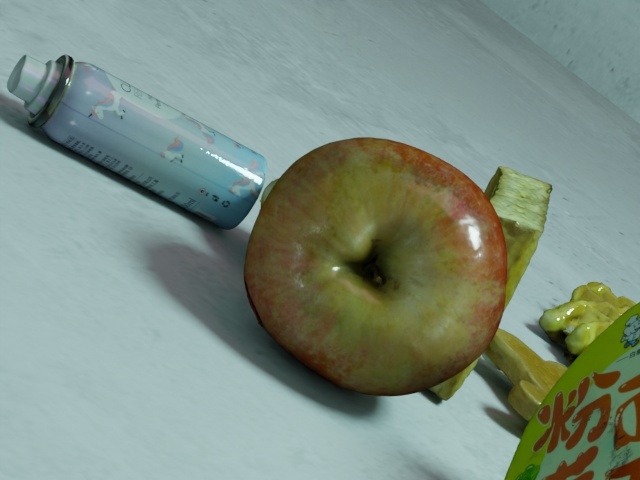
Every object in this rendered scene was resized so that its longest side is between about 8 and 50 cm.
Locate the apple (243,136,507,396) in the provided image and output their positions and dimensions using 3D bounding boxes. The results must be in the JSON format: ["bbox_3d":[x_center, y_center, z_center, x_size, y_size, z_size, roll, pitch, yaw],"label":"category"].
[{"bbox_3d":[0.043,0.020,1.517,0.209,0.209,0.164,36,-1,6],"label":"apple"}]

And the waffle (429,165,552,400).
[{"bbox_3d":[0.142,0.030,1.730,0.057,0.168,0.274,28,14,2],"label":"waffle"}]

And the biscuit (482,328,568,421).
[{"bbox_3d":[0.220,0.165,1.724,0.158,0.035,0.240,30,16,-24],"label":"biscuit"}]

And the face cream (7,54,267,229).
[{"bbox_3d":[-0.158,-0.090,1.655,0.229,0.075,0.075,27,17,-22],"label":"face cream"}]

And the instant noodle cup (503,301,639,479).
[{"bbox_3d":[0.300,0.200,1.360,0.221,0.311,0.311,38,13,-20],"label":"instant noodle cup"}]

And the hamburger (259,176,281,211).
[{"bbox_3d":[0.000,0.000,1.668,0.126,0.081,0.141,54,6,15],"label":"hamburger"}]

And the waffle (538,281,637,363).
[{"bbox_3d":[0.377,0.154,2.037,0.329,0.062,0.329,31,15,-9],"label":"waffle"}]
